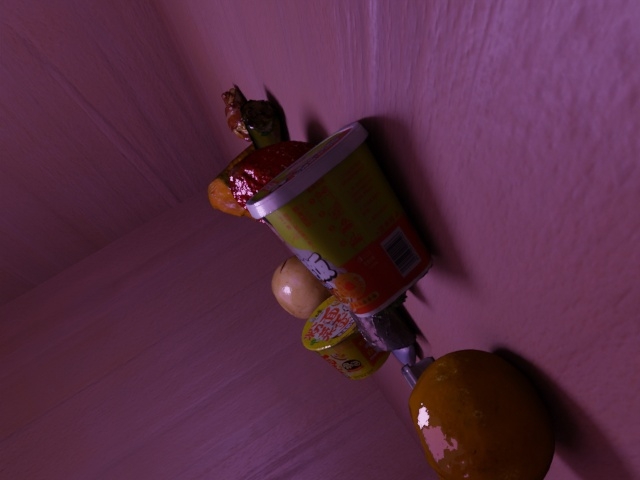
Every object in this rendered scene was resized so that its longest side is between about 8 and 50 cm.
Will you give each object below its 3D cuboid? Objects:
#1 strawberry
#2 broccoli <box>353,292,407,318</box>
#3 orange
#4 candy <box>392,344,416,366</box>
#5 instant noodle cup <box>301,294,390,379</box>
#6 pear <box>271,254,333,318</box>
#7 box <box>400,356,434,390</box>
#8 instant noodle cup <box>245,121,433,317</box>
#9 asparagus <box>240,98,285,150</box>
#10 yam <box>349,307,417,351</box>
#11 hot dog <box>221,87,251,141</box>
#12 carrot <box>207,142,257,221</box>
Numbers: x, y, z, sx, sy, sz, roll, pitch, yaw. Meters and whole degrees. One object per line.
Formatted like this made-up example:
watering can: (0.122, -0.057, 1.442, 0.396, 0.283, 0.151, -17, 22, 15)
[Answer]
strawberry: (-0.102, -0.148, 1.279, 0.276, 0.257, 0.257, 9, -152, -40)
broccoli: (0.143, 0.075, 1.227, 0.194, 0.194, 0.220, 70, -172, -53)
orange: (0.294, 0.345, 0.929, 0.279, 0.235, 0.279, 156, 90, -83)
candy: (0.247, 0.325, 1.615, 0.174, 0.071, 0.138, 51, 169, 38)
instant noodle cup: (0.115, 0.358, 1.833, 0.221, 0.311, 0.311, 50, 174, -22)
pear: (-0.066, 0.203, 2.230, 0.309, 0.309, 0.309, 56, 171, 14)
box: (0.328, 0.431, 1.474, 0.172, 0.092, 0.124, 56, 171, 16)
instant noodle cup: (0.048, -0.029, 0.985, 0.308, 0.294, 0.294, 53, 172, -13)
asparagus: (-0.161, -0.312, 1.590, 0.128, 0.108, 0.382, 53, 172, 22)
yam: (0.167, 0.218, 1.481, 0.254, 0.154, 0.154, 56, 171, 4)
hot dog: (-0.311, -0.469, 1.862, 0.213, 0.103, 0.146, 58, 172, 7)
carrot: (-0.274, -0.216, 1.925, 0.241, 0.341, 0.241, 43, 179, 1)
